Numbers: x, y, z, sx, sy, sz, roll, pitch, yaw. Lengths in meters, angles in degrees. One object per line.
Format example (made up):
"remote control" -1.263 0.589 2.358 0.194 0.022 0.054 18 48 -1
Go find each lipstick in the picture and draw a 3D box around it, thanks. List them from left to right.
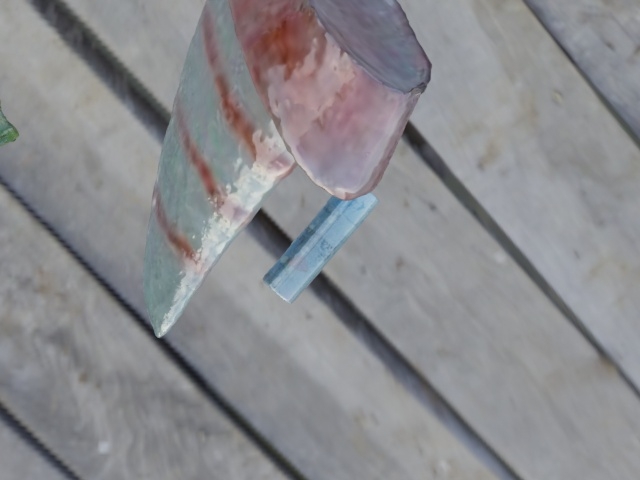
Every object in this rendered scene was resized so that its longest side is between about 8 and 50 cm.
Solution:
"lipstick" 0.000 0.000 1.779 0.048 0.048 0.158 40 91 -18

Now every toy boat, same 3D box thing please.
"toy boat" -0.054 -0.061 1.020 0.096 0.206 0.282 0 138 -42

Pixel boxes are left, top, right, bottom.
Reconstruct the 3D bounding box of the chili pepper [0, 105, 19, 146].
"chili pepper" -0.403 -0.029 1.179 0.359 0.085 0.076 -24 120 -18
